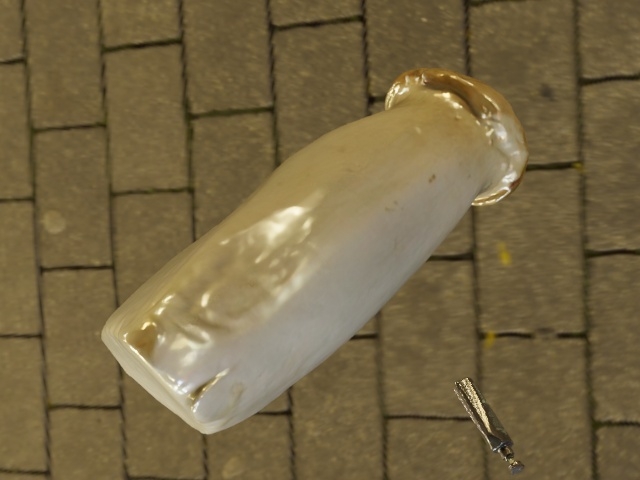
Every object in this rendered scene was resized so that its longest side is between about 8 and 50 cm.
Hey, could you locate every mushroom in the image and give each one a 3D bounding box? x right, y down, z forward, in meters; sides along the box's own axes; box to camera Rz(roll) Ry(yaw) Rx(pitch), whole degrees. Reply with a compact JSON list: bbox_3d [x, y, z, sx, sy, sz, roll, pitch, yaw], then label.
[{"bbox_3d":[-0.005,0.006,0.915,0.137,0.407,0.154,46,141,11],"label":"mushroom"}]

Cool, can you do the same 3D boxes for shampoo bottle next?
[{"bbox_3d":[0.211,0.232,1.574,0.027,0.048,0.137,-44,57,19],"label":"shampoo bottle"}]
